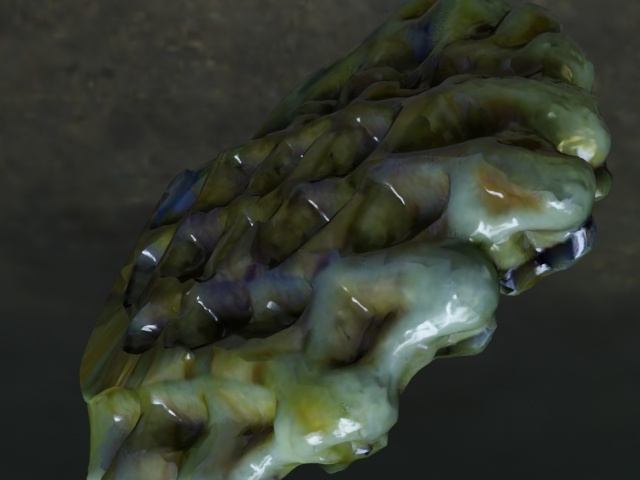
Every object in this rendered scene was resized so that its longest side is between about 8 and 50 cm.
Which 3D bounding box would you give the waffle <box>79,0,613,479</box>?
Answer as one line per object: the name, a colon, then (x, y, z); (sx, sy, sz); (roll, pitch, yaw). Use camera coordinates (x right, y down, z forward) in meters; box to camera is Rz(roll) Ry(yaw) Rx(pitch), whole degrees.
waffle: (-0.001, -0.002, 0.490); (0.204, 0.223, 0.054); (-37, 113, 12)
